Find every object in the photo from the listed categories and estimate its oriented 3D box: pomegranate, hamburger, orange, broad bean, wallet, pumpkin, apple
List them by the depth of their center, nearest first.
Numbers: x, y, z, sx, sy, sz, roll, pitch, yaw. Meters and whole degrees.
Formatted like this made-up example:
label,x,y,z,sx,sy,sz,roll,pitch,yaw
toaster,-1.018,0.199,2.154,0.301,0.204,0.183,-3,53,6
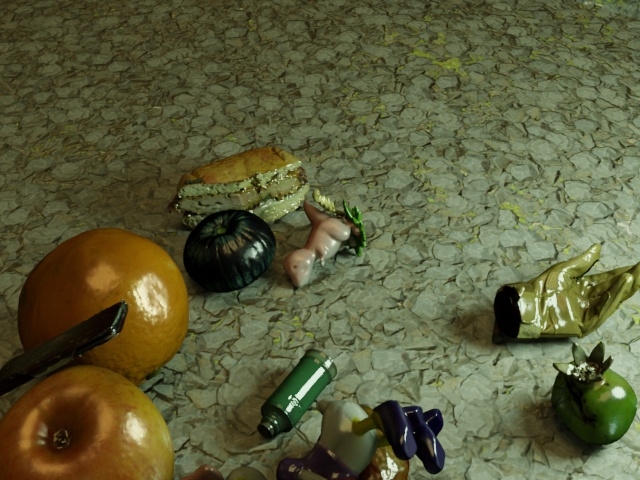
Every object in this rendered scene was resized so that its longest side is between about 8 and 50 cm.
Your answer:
label,x,y,z,sx,sy,sz,roll,pitch,yaw
apple,-0.375,0.348,1.403,0.299,0.275,0.299,1,46,-1
wallet,-0.410,0.173,1.427,0.232,0.031,0.122,-26,17,7
broad bean,0.067,0.375,1.493,0.122,0.156,0.228,33,22,-28
pomegranate,0.471,0.264,1.578,0.131,0.191,0.152,-36,49,-14
orange,-0.386,0.130,1.633,0.312,0.312,0.312,1,40,0
pumpkin,-0.189,0.023,1.890,0.202,0.140,0.202,-12,38,10
hamburger,-0.175,-0.121,2.049,0.282,0.155,0.245,6,37,12

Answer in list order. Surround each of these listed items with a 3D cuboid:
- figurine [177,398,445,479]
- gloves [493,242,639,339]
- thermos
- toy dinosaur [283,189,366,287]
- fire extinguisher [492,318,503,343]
label,x,y,z,sx,sy,sz,roll,pitch,yaw
figurine,-0.017,0.342,1.367,0.421,0.154,0.193,-32,48,11
gloves,0.505,0.110,1.797,0.331,0.141,0.154,-13,28,-14
thermos,-0.052,0.279,1.637,0.083,0.073,0.187,23,45,22
toy dinosaur,-0.001,0.000,1.947,0.177,0.152,0.194,-8,82,-10
fire extinguisher,0.360,0.171,1.811,0.028,0.022,0.083,-22,28,32
